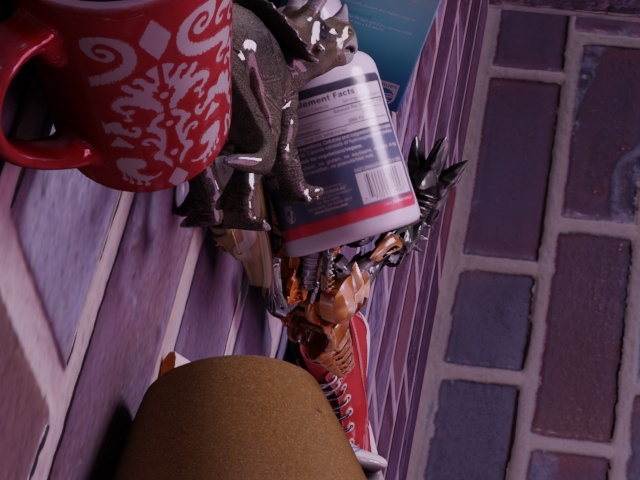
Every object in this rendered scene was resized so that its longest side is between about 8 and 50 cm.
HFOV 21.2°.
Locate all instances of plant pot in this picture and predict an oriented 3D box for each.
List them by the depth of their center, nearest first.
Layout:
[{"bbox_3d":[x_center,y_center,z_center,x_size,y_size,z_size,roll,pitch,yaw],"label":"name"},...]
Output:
[{"bbox_3d":[-0.048,0.209,1.050,0.237,0.237,0.254,84,1,-55],"label":"plant pot"}]

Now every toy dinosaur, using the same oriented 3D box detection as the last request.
[{"bbox_3d":[-0.059,-0.092,1.108,0.313,0.121,0.160,-34,118,-72],"label":"toy dinosaur"},{"bbox_3d":[0.000,0.000,1.499,0.218,0.164,0.322,-58,176,-37],"label":"toy dinosaur"}]

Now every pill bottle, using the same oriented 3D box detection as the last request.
[{"bbox_3d":[0.001,-0.086,1.292,0.108,0.108,0.180,-21,94,-80],"label":"pill bottle"}]

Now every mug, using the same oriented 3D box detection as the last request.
[{"bbox_3d":[-0.109,-0.098,0.816,0.113,0.150,0.169,61,-13,26],"label":"mug"}]

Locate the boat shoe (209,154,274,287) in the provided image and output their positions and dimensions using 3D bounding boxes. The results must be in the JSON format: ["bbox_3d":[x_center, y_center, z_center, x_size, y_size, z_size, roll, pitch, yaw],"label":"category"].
[{"bbox_3d":[-0.060,-0.016,1.269,0.050,0.045,0.135,-94,176,-46],"label":"boat shoe"}]

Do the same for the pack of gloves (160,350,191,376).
[{"bbox_3d":[-0.092,0.205,1.259,0.232,0.046,0.195,43,53,-61],"label":"pack of gloves"}]

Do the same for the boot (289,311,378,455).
[{"bbox_3d":[0.006,0.180,1.722,0.176,0.088,0.244,38,51,-79],"label":"boot"}]

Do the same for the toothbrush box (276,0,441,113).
[{"bbox_3d":[0.059,-0.286,1.350,0.295,0.126,0.216,109,-3,-49],"label":"toothbrush box"}]

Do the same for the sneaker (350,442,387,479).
[{"bbox_3d":[-0.016,0.237,1.473,0.297,0.129,0.111,-62,159,-64],"label":"sneaker"}]
